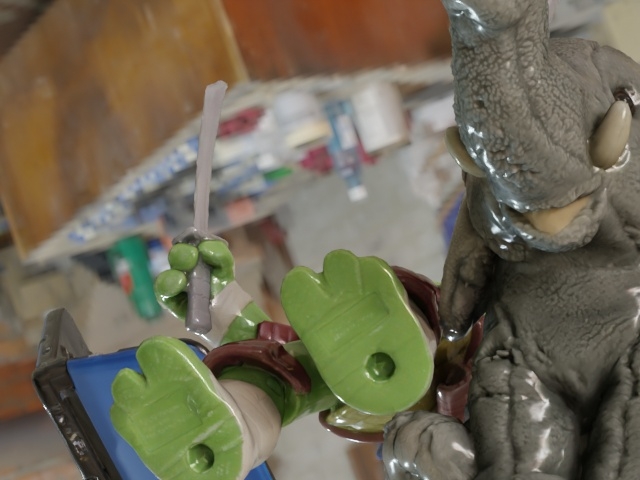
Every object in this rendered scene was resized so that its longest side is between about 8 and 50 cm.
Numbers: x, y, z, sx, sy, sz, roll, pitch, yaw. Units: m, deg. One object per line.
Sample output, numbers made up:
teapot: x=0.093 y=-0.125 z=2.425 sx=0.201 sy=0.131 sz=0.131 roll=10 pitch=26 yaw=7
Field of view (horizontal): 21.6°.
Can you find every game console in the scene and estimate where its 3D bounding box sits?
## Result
game console: x=-0.128 y=0.197 z=1.560 sx=0.173 sy=0.293 sz=0.250 roll=-23 pitch=-161 yaw=3

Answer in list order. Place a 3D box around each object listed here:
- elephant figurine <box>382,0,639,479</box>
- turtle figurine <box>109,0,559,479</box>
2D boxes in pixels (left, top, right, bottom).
elephant figurine: x=0.107 y=-0.002 z=0.643 sx=0.169 sy=0.239 sz=0.186 roll=-4 pitch=-178 yaw=-16
turtle figurine: x=0.000 y=0.000 z=0.792 sx=0.198 sy=0.274 sz=0.266 roll=6 pitch=-169 yaw=15
